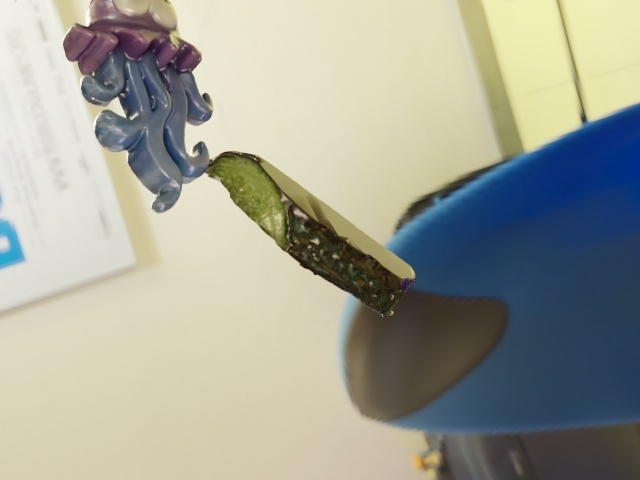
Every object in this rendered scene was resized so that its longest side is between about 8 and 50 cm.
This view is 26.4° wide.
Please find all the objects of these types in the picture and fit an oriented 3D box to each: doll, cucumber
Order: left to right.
[{"bbox_3d":[-0.121,-0.108,0.953,0.067,0.110,0.206,-38,57,39],"label":"doll"},{"bbox_3d":[0.000,0.000,1.097,0.046,0.220,0.070,-47,27,20],"label":"cucumber"}]

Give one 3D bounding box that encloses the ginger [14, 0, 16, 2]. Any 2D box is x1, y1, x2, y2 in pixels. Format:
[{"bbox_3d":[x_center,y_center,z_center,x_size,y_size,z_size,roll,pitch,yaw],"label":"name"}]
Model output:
[{"bbox_3d":[-0.189,-0.263,1.075,0.193,0.122,0.115,131,129,-59],"label":"ginger"}]
